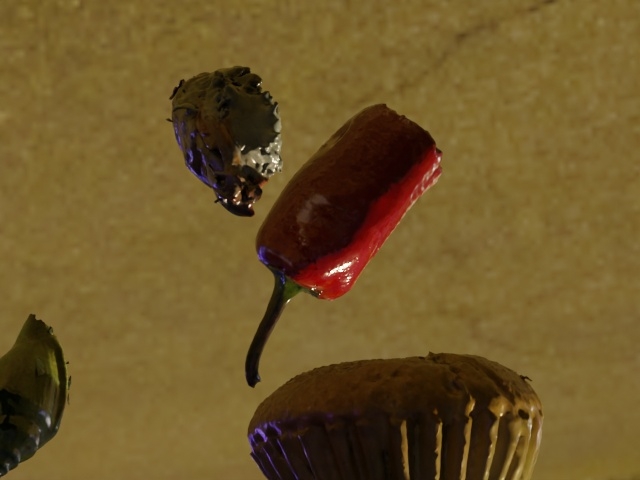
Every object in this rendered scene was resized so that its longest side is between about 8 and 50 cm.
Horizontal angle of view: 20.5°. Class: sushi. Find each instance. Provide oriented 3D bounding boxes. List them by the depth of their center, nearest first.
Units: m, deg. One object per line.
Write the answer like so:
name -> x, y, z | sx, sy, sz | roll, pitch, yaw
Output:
sushi -> -0.091, -0.111, 1.650 | 0.103, 0.226, 0.097 | -32, 125, -3

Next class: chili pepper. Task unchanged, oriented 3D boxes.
chili pepper -> -0.003, -0.003, 2.011 | 0.134, 0.338, 0.131 | 42, 162, -5

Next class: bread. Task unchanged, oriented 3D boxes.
bread -> 0.058, 0.160, 1.356 | 0.240, 0.139, 0.240 | -3, 167, -1

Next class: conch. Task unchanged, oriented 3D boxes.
conch -> -0.309, 0.171, 1.809 | 0.079, 0.201, 0.095 | -24, 114, 42
